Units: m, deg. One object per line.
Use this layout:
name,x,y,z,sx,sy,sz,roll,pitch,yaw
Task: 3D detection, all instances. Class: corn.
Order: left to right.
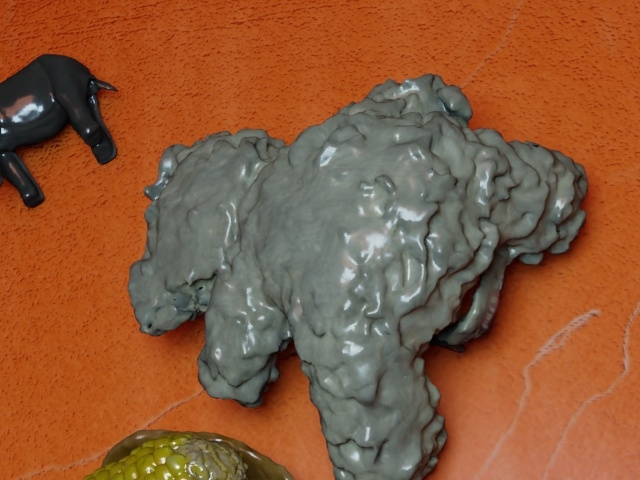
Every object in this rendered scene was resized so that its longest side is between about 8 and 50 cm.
corn,-0.191,0.259,0.925,0.322,0.119,0.119,-39,56,15

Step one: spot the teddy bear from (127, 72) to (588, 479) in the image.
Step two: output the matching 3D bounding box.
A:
teddy bear,0.000,0.000,1.017,0.367,0.224,0.357,19,71,42

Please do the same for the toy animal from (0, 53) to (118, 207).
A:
toy animal,-0.333,-0.108,1.219,0.245,0.114,0.146,-24,62,-21

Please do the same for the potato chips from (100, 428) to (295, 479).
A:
potato chips,-0.101,0.239,0.974,0.201,0.049,0.150,2,79,28
